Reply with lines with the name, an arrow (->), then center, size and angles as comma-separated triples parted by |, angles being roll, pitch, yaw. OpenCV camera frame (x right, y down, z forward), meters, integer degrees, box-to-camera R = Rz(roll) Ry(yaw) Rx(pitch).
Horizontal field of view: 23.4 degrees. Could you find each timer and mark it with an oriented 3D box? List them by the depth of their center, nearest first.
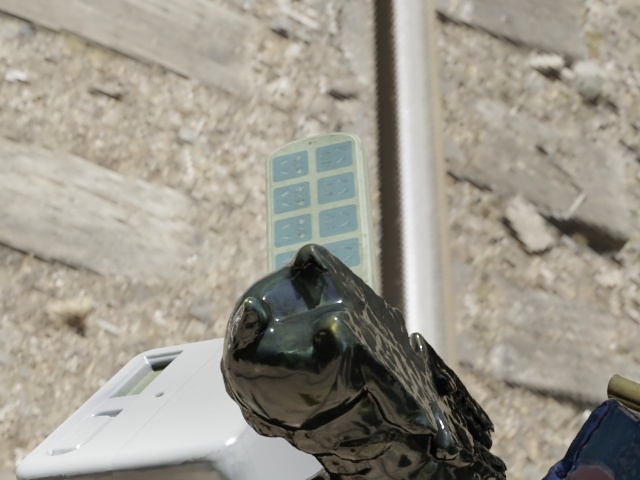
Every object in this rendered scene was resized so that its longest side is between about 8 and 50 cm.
timer -> -0.070, 0.193, 1.120 | 0.192, 0.194, 0.195 | -45, 118, -55

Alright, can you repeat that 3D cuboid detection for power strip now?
power strip -> 0.000, 0.000, 1.136 | 0.080, 0.029, 0.227 | -11, 44, 7

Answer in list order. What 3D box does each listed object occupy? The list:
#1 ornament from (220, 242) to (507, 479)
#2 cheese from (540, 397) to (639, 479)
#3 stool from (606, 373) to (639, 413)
ornament -> -0.049, 0.121, 0.728 | 0.202, 0.236, 0.080 | 45, 19, -46
cheese -> 0.111, 0.224, 0.930 | 0.074, 0.286, 0.189 | 33, -2, 39
stool -> 0.292, 0.182, 1.192 | 0.121, 0.217, 0.125 | 5, 27, 40
